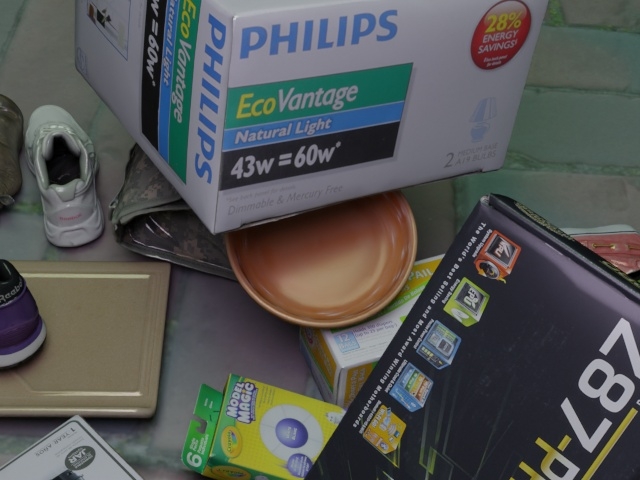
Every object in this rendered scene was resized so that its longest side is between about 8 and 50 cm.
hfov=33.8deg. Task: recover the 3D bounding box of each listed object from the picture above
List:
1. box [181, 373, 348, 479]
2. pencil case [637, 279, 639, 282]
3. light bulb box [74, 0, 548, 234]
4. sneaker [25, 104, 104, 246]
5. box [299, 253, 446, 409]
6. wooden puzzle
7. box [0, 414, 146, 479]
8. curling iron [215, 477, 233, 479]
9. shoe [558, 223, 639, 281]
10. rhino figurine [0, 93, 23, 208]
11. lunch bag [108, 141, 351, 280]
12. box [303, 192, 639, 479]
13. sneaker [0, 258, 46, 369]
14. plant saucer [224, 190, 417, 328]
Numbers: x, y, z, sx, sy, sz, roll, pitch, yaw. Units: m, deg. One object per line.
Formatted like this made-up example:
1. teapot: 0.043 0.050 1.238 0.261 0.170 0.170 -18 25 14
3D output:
1. box: -0.043 0.201 1.056 0.179 0.043 0.105 16 46 -6
2. pencil case: 0.294 0.157 1.096 0.133 0.119 0.306 34 53 26
3. light bulb box: -0.027 -0.221 1.096 0.358 0.225 0.361 -13 40 -28
4. sneaker: -0.318 -0.107 1.306 0.090 0.115 0.232 -13 49 -16
5. box: 0.089 0.102 1.144 0.203 0.103 0.114 -14 49 -17
6. wooden puzzle: -0.282 0.108 1.159 0.221 0.044 0.238 1 42 -3
7. box: -0.190 0.296 0.904 0.169 0.087 0.290 -35 46 -27
8. curling iron: -0.112 0.296 0.995 0.068 0.035 0.274 26 44 -2
9. shoe: 0.319 0.030 1.257 0.178 0.063 0.081 -8 42 -18
10. rhino figurine: -0.421 -0.102 1.313 0.106 0.073 0.243 25 37 -34
11. lunch bag: -0.094 -0.083 1.258 0.287 0.169 0.235 8 49 1
12. box: 0.169 0.208 0.880 0.318 0.395 0.097 38 14 25
13. sneaker: -0.420 0.029 1.116 0.283 0.124 0.107 15 44 18
14. plant saucer: 0.000 0.000 1.101 0.200 0.037 0.200 2 66 -5
